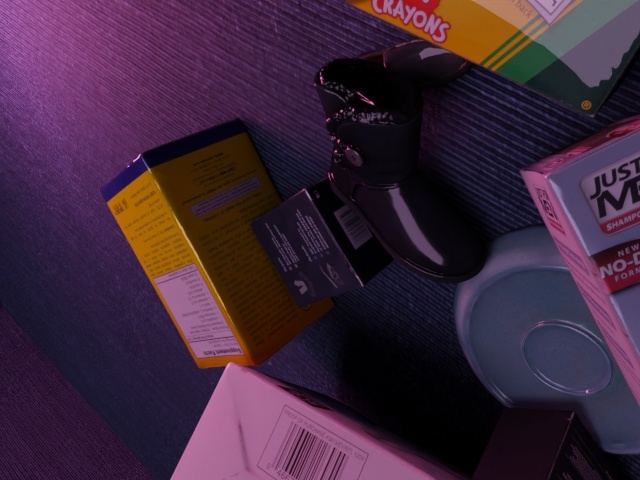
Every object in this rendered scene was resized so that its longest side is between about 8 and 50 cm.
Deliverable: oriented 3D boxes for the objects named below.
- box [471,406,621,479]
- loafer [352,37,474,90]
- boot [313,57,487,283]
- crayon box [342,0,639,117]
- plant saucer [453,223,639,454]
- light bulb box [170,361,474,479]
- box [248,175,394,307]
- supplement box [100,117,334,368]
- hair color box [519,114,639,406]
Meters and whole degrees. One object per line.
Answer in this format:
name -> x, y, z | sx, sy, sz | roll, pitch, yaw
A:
box -> 0.292, 0.360, 0.628 | 0.103, 0.184, 0.261 | -19, 113, 50
loafer -> 0.092, -0.193, 0.590 | 0.170, 0.061, 0.062 | -1, 114, 44
boot -> 0.092, -0.075, 0.592 | 0.246, 0.094, 0.207 | 43, 164, 23
crayon box -> 0.139, -0.325, 0.413 | 0.363, 0.106, 0.312 | 34, 136, 19
plant saucer -> 0.296, 0.132, 0.624 | 0.318, 0.044, 0.317 | 25, 132, 31
light bulb box -> 0.037, 0.382, 0.775 | 0.358, 0.225, 0.361 | 19, 168, 35
box -> 0.000, 0.000, 0.784 | 0.158, 0.093, 0.155 | -25, 97, 48
supplement box -> -0.170, 0.013, 0.882 | 0.194, 0.195, 0.356 | -17, 102, 49
hair color box -> 0.305, 0.083, 0.427 | 0.114, 0.185, 0.374 | -28, 91, 17
